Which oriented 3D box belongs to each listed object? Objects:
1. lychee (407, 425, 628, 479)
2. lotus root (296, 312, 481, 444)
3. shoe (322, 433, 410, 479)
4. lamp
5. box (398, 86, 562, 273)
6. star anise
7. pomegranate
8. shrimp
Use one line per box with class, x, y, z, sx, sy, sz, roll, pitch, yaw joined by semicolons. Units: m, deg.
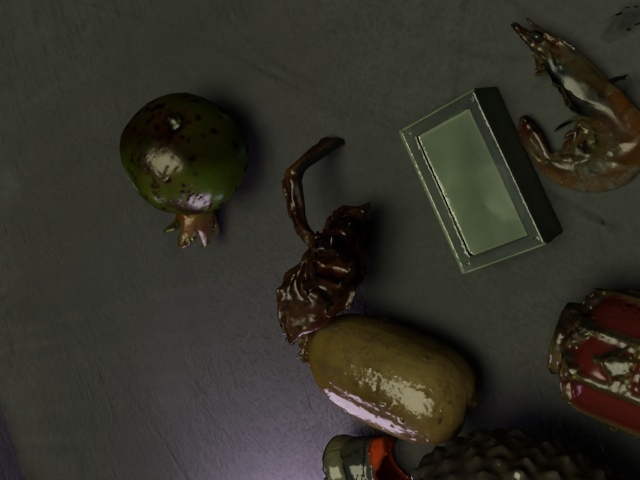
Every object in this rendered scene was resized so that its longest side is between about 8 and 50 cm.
lychee;0.269;0.444;0.818;0.432;0.380;0.380;5;106;14
lotus root;0.087;0.210;1.019;0.343;0.151;0.169;17;112;29
shoe;0.140;0.481;1.083;0.171;0.132;0.336;-26;83;29
lamp;0.416;0.161;0.752;0.274;0.177;0.177;21;114;33
box;0.221;-0.083;0.884;0.129;0.086;0.225;-26;87;38
star anise;0.011;-0.002;1.014;0.148;0.237;0.346;2;82;9
pomegranate;-0.261;-0.130;1.159;0.231;0.231;0.286;50;137;16
shrimp;0.310;-0.170;0.816;0.143;0.052;0.251;-39;79;40
